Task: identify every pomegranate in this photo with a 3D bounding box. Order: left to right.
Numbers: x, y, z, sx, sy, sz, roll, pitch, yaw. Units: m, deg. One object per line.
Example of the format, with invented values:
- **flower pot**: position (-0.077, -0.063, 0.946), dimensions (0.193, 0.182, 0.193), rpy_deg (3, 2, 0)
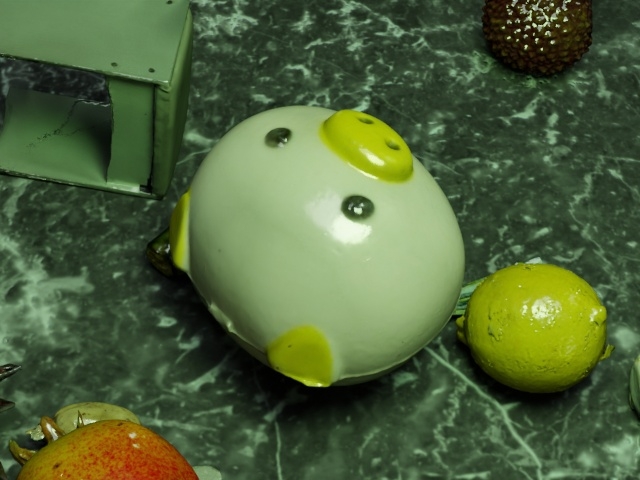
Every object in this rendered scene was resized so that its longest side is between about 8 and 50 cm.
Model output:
- **pomegranate**: position (-0.246, 0.295, 1.301), dimensions (0.221, 0.221, 0.257), rpy_deg (-33, 57, -29)

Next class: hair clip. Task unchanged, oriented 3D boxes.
- **hair clip**: position (0.238, 0.073, 1.657), dimensions (0.188, 0.033, 0.060), rpy_deg (-15, 59, -23)

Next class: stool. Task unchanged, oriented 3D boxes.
- **stool**: position (-0.322, -0.212, 1.647), dimensions (0.270, 0.243, 0.170), rpy_deg (9, 52, -3)

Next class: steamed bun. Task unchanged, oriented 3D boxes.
- **steamed bun**: position (0.000, 0.004, 1.498), dimensions (0.334, 0.334, 0.374), rpy_deg (-33, 59, -29)

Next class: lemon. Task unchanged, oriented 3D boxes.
- **lemon**: position (0.275, 0.113, 1.548), dimensions (0.206, 0.173, 0.173), rpy_deg (-3, 50, 18)

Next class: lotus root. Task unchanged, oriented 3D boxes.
- **lotus root**: position (-0.278, 0.229, 1.434), dimensions (0.152, 0.063, 0.072), rpy_deg (2, 62, -13)

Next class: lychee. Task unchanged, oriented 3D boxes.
- **lychee**: position (0.346, -0.358, 1.918), dimensions (0.188, 0.188, 0.188), rpy_deg (5, 52, -6)

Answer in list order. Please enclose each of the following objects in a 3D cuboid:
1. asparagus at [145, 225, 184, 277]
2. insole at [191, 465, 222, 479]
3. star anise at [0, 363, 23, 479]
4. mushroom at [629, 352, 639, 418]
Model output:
- **asparagus**: position (-0.135, -0.046, 1.671), dimensions (0.067, 0.060, 0.278), rpy_deg (19, 48, 38)
- **insole**: position (-0.138, 0.352, 1.394), dimensions (0.063, 0.010, 0.192), rpy_deg (2, 52, -9)
- **star anise**: position (-0.466, 0.218, 1.378), dimensions (0.212, 0.129, 0.282), rpy_deg (17, 60, 11)
- **mushroom**: position (0.481, 0.262, 1.522), dimensions (0.099, 0.096, 0.278), rpy_deg (-37, 57, 20)
